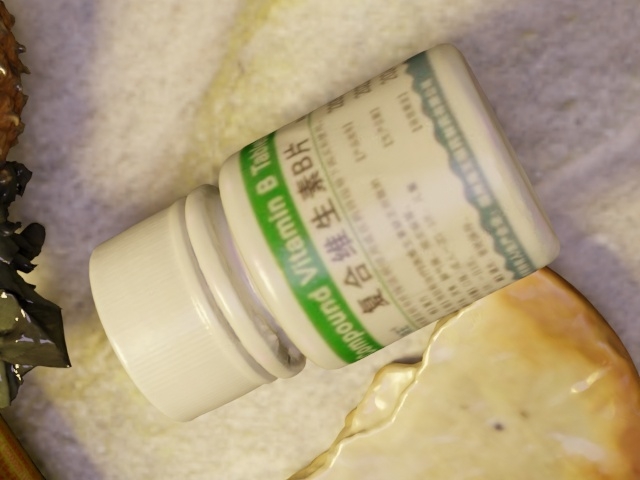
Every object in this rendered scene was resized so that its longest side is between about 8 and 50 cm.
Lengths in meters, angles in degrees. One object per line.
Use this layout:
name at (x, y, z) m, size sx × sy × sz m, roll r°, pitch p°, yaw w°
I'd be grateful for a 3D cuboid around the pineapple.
pineapple at (-0.201, -0.020, 0.791) m, size 0.111 × 0.119 × 0.237 m, roll -7°, pitch 108°, yaw 18°

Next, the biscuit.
biscuit at (0.091, 0.167, 0.877) m, size 0.204 × 0.040 × 0.309 m, roll 37°, pitch 105°, yaw -8°

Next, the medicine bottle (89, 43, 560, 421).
medicine bottle at (0.000, 0.000, 0.781) m, size 0.237 × 0.139 × 0.139 m, roll -26°, pitch 104°, yaw 10°

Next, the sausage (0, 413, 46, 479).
sausage at (-0.181, 0.201, 0.878) m, size 0.082 × 0.082 × 0.371 m, roll -29°, pitch 103°, yaw 10°
